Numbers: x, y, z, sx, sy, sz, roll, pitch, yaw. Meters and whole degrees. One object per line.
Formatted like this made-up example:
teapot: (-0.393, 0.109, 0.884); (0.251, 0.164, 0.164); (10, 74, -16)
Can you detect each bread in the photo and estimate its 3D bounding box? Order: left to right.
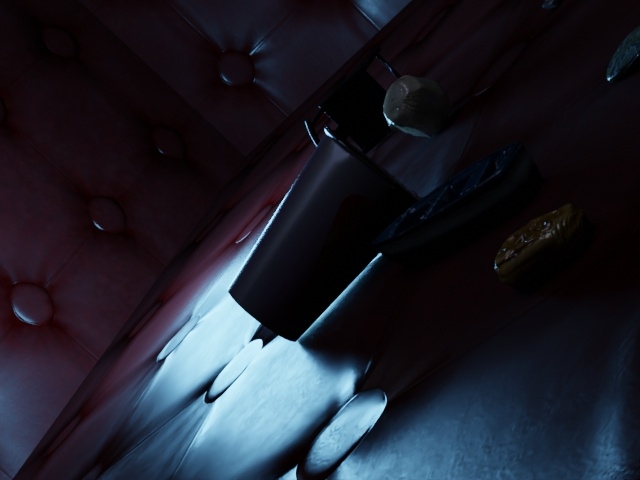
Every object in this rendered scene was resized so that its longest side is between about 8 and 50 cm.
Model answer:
bread: (0.226, 0.005, 1.274); (0.111, 0.044, 0.083); (-38, 10, 33)

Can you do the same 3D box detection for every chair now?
chair: (0.089, -0.268, 2.558); (0.141, 0.154, 0.260); (-41, 10, 33)

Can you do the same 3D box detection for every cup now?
cup: (0.000, 0.000, 1.872); (0.288, 0.203, 0.203); (-52, 10, 6)

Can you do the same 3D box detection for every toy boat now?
toy boat: (0.165, -0.031, 1.602); (0.299, 0.062, 0.096); (-33, 18, 50)

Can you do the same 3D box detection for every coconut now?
coconut: (0.176, -0.232, 2.206); (0.110, 0.124, 0.110); (-21, 64, 52)

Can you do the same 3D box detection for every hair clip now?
hair clip: (0.416, -0.256, 1.505); (0.229, 0.036, 0.066); (-33, 24, 54)

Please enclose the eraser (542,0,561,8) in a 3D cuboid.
eraser: (0.425, -0.440, 2.213); (0.027, 0.019, 0.099); (-9, 37, 50)
